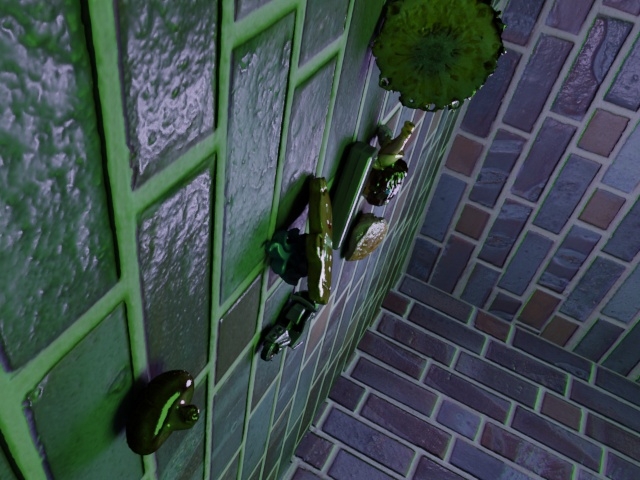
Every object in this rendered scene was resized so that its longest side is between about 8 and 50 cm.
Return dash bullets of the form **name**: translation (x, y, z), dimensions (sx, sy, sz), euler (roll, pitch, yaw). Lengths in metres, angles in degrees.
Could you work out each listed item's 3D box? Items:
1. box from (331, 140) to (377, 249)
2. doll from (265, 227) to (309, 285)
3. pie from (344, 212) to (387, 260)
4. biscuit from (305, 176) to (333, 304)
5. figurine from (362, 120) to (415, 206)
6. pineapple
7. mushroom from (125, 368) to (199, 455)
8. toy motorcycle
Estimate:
- **box**: translation (0.063, -0.103, 1.345), dimensions (0.103, 0.055, 0.244), euler (-54, 166, -67)
- **doll**: translation (-0.055, 0.028, 1.134), dimensions (0.206, 0.067, 0.110), euler (35, 70, -64)
- **pie**: translation (0.129, -0.005, 1.750), dimensions (0.163, 0.079, 0.194), euler (-47, 161, -26)
- **biscuit**: translation (0.003, 0.000, 1.145), dimensions (0.184, 0.035, 0.249), euler (57, 33, -73)
- **figurine**: translation (0.162, -0.191, 1.451), dimensions (0.175, 0.115, 0.240), euler (-51, 161, -45)
- **pineapple**: translation (0.237, -0.399, 1.215), dimensions (0.272, 0.262, 0.263), euler (-59, 171, -74)
- **mushroom**: translation (-0.226, 0.242, 0.830), dimensions (0.109, 0.085, 0.126), euler (-26, -154, 50)
- **toy motorcycle**: translation (-0.065, 0.194, 1.365), dimensions (0.215, 0.080, 0.123), euler (-40, 153, -51)
